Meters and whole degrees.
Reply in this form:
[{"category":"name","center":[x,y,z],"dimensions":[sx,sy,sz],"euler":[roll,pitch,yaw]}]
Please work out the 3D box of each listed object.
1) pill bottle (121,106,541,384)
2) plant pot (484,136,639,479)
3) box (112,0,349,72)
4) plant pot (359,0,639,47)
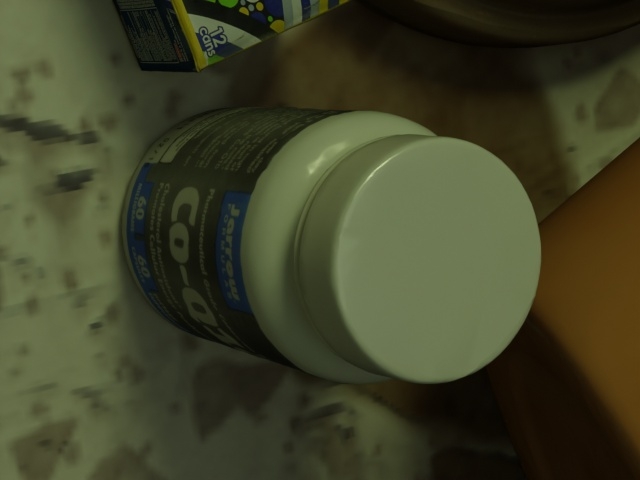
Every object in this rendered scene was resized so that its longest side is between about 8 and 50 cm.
[{"category":"pill bottle","center":[0.000,0.000,0.498],"dimensions":[0.078,0.137,0.078],"euler":[-3,95,-27]},{"category":"plant pot","center":[0.181,0.054,0.537],"dimensions":[0.203,0.291,0.291],"euler":[-26,106,-7]},{"category":"box","center":[-0.053,-0.138,0.505],"dimensions":[0.059,0.054,0.169],"euler":[-28,107,-22]},{"category":"plant pot","center":[0.088,-0.183,0.545],"dimensions":[0.237,0.109,0.237],"euler":[-2,95,-27]}]
